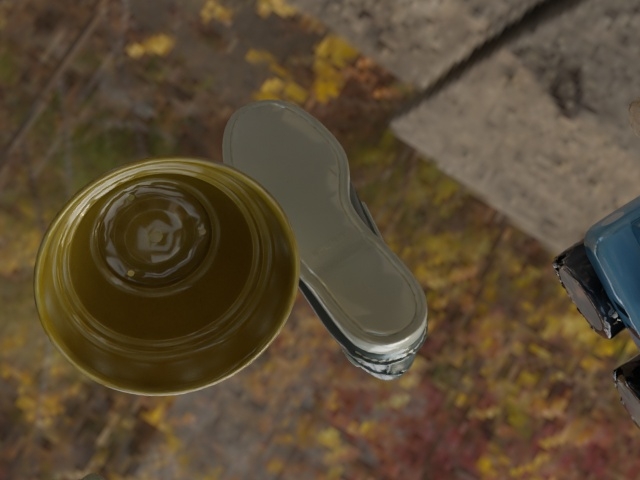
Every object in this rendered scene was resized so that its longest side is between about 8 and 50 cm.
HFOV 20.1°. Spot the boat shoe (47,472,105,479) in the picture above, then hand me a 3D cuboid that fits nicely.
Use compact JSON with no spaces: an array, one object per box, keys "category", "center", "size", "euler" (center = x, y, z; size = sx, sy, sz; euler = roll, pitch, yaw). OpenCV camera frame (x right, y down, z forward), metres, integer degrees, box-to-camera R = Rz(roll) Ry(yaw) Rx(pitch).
[{"category":"boat shoe","center":[-0.263,0.269,1.840],"size":[0.049,0.043,0.137],"euler":[59,-160,9]}]

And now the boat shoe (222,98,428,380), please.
[{"category":"boat shoe","center":[0.000,0.000,1.706],"size":[0.319,0.116,0.099],"euler":[56,166,32]}]

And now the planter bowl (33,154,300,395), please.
[{"category":"planter bowl","center":[-0.131,0.013,1.496],"size":[0.217,0.217,0.090],"euler":[42,-169,-27]}]

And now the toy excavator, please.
[{"category":"toy excavator","center":[0.391,0.021,1.748],"size":[0.433,0.222,0.445],"euler":[60,174,-11]}]
